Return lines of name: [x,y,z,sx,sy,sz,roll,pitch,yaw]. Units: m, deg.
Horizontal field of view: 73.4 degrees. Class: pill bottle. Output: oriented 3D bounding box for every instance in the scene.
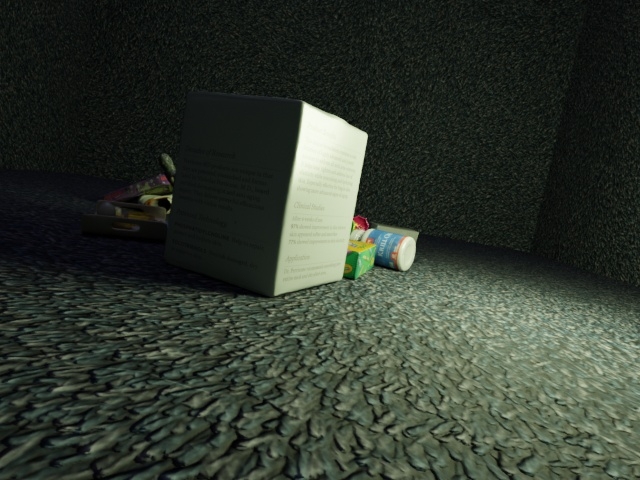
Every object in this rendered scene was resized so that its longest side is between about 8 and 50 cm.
pill bottle: [0.214,0.026,1.528,0.221,0.125,0.124,13,8,34]

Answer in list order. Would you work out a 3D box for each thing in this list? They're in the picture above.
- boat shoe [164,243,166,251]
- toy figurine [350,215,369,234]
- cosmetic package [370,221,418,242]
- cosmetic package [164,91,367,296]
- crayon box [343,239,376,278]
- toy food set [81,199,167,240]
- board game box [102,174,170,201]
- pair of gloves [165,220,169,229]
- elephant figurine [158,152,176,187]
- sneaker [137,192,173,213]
boat shoe: [-0.353,-0.021,1.192,0.079,0.095,0.254,22,13,-7]
toy figurine: [0.134,-0.059,1.697,0.159,0.130,0.173,20,23,-41]
cosmetic package: [0.391,-0.028,2.330,0.237,0.107,0.127,11,9,-15]
cosmetic package: [-0.121,-0.111,1.041,0.327,0.394,0.329,13,7,28]
crayon box: [0.066,0.046,1.325,0.165,0.081,0.278,12,7,16]
toy food set: [-0.585,-0.078,1.313,0.219,0.093,0.306,6,12,-21]
board game box: [-0.769,-0.226,1.921,0.346,0.056,0.208,-13,5,23]
pair of gloves: [-0.582,-0.063,1.547,0.198,0.023,0.159,13,7,16]
elephant figurine: [-0.400,-0.148,1.362,0.185,0.240,0.169,-3,11,-40]
sneaker: [-0.661,-0.159,1.944,0.123,0.106,0.290,19,23,41]
